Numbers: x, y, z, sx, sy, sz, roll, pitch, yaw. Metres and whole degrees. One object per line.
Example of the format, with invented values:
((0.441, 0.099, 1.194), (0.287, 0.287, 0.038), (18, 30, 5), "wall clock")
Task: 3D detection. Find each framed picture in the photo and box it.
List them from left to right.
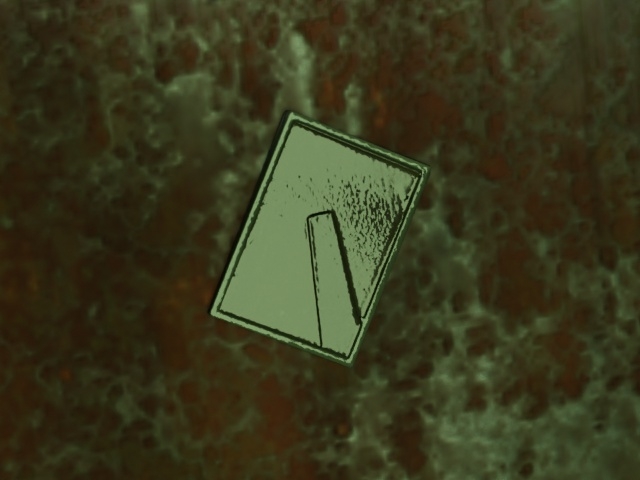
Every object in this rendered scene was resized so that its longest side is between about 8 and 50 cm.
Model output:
((0.000, 0.000, 0.693), (0.066, 0.006, 0.089), (20, 93, -16), "framed picture")
